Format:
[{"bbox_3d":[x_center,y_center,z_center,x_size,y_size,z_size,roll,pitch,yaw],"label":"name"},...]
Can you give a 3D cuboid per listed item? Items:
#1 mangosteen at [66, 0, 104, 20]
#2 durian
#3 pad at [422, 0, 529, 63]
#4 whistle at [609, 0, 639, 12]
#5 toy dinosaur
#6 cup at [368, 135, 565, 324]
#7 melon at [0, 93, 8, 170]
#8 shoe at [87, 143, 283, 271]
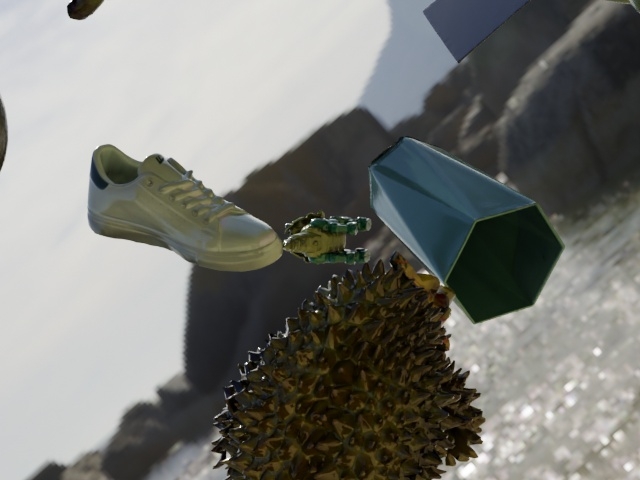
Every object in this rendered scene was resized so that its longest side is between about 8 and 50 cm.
[{"bbox_3d":[-0.287,-0.414,1.760,0.257,0.215,0.215,-61,-5,15],"label":"mangosteen"},{"bbox_3d":[0.023,0.166,1.194,0.258,0.258,0.293,-41,-18,-55],"label":"durian"},{"bbox_3d":[0.240,-0.362,2.003,0.170,0.006,0.245,-40,27,11],"label":"pad"},{"bbox_3d":[0.330,-0.259,1.336,0.126,0.067,0.258,-3,26,-3],"label":"whistle"},{"bbox_3d":[0.000,0.000,2.230,0.153,0.094,0.259,2,6,9],"label":"toy dinosaur"},{"bbox_3d":[0.145,-0.026,1.491,0.134,0.148,0.235,-39,39,-5],"label":"cup"},{"bbox_3d":[-0.468,-0.119,1.445,0.237,0.237,0.302,-41,17,-23],"label":"melon"},{"bbox_3d":[-0.224,-0.065,2.144,0.132,0.363,0.160,-45,-39,-49],"label":"shoe"}]
